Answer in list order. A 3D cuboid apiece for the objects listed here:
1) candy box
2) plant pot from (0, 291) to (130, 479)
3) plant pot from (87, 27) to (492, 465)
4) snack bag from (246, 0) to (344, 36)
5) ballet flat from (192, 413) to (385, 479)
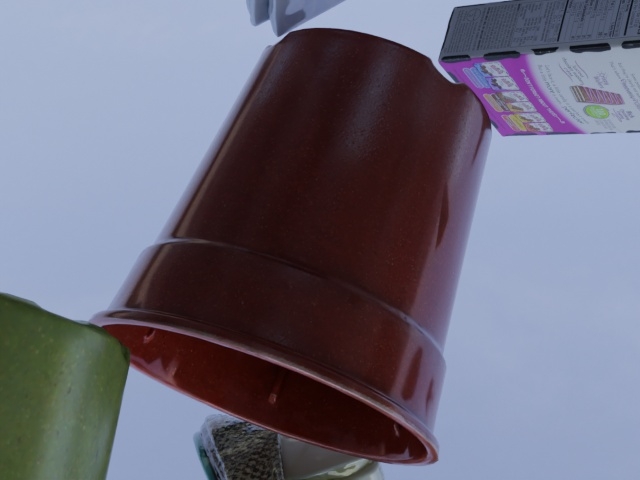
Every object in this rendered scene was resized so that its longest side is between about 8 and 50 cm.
[{"bbox_3d":[0.257,-0.171,0.978,0.233,0.159,0.071,4,-111,38],"label":"candy box"},{"bbox_3d":[-0.229,0.152,0.559,0.276,0.276,0.254,12,-104,20],"label":"plant pot"},{"bbox_3d":[0.000,0.000,0.773,0.272,0.272,0.265,13,-112,21],"label":"plant pot"},{"bbox_3d":[0.088,-0.317,0.696,0.323,0.342,0.037,-31,-110,-16],"label":"snack bag"},{"bbox_3d":[-0.003,0.279,0.869,0.182,0.164,0.483,-28,-158,2],"label":"ballet flat"}]
